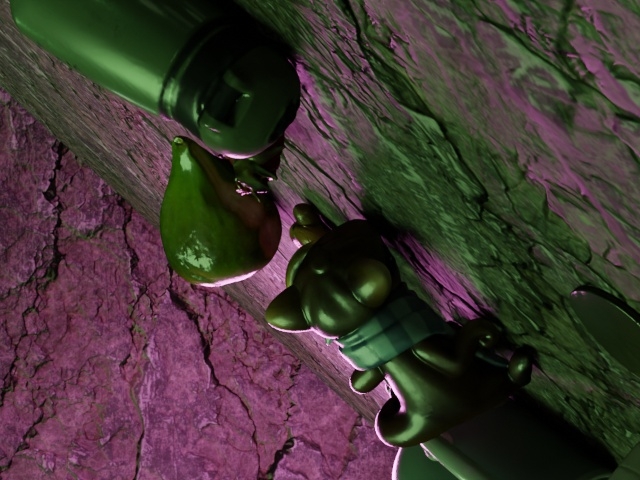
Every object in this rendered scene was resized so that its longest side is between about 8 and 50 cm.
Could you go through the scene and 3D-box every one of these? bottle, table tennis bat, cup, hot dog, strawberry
[{"bbox_3d":[-0.183,-0.226,1.410,0.347,0.168,0.168,35,167,14],"label":"bottle"},{"bbox_3d":[0.349,0.133,1.283,0.234,0.022,0.131,48,167,-13],"label":"table tennis bat"},{"bbox_3d":[0.247,0.361,1.815,0.274,0.259,0.357,36,177,38],"label":"cup"},{"bbox_3d":[-0.001,0.000,1.891,0.140,0.060,0.090,37,169,-19],"label":"hot dog"},{"bbox_3d":[-0.100,-0.163,1.603,0.208,0.087,0.167,-113,11,-47],"label":"strawberry"}]

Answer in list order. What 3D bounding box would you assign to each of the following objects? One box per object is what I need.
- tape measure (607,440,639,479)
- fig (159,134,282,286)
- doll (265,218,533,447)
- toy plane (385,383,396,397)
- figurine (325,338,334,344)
[{"bbox_3d":[0.472,0.372,1.470,0.258,0.130,0.265,30,164,40],"label":"tape measure"},{"bbox_3d":[-0.188,-0.065,2.031,0.206,0.206,0.275,27,147,54],"label":"fig"},{"bbox_3d":[0.106,0.119,1.686,0.340,0.209,0.318,44,137,-15],"label":"doll"},{"bbox_3d":[0.127,0.206,2.099,0.255,0.101,0.251,43,180,-4],"label":"toy plane"},{"bbox_3d":[0.083,0.124,1.906,0.208,0.128,0.184,34,166,-1],"label":"figurine"}]
